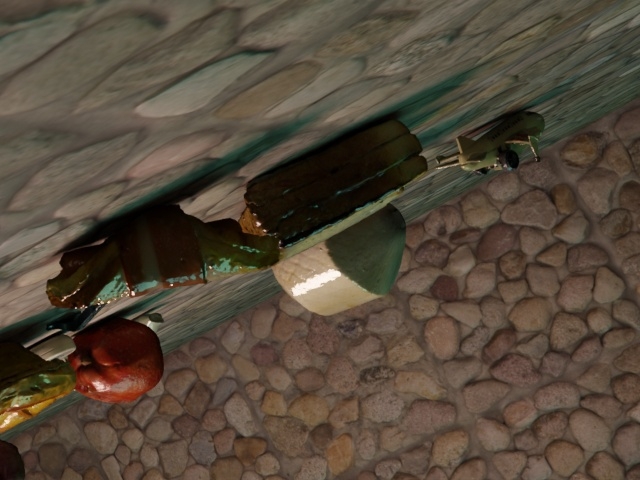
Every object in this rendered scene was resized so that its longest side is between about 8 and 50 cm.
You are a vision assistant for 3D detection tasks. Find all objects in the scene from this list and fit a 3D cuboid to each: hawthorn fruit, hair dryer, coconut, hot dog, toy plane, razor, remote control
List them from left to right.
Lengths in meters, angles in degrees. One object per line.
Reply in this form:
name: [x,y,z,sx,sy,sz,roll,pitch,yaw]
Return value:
remote control: [-0.516,0.219,1.849,0.221,0.042,0.078,-27,176,7]
razor: [-0.337,0.100,1.615,0.066,0.033,0.190,-24,173,-44]
hair dryer: [-0.438,0.207,2.154,0.206,0.075,0.237,-36,165,14]
hawthorn fruit: [-0.382,0.219,2.010,0.179,0.174,0.173,8,155,-33]
hot dog: [-0.177,0.010,1.202,0.261,0.093,0.123,-11,-179,-11]
coconut: [0.037,0.009,1.752,0.222,0.202,0.202,-28,176,34]
toy plane: [0.340,-0.180,2.045,0.256,0.104,0.242,-16,-176,-37]

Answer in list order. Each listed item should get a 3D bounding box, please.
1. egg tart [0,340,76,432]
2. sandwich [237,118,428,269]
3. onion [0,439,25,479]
egg tart: [-0.502,0.230,1.621,0.294,0.116,0.295,-26,173,-4]
sandwich: [0.015,-0.061,1.474,0.249,0.095,0.273,-26,176,-9]
onion: [-0.465,0.289,1.111,0.347,0.348,0.385,-31,172,36]
